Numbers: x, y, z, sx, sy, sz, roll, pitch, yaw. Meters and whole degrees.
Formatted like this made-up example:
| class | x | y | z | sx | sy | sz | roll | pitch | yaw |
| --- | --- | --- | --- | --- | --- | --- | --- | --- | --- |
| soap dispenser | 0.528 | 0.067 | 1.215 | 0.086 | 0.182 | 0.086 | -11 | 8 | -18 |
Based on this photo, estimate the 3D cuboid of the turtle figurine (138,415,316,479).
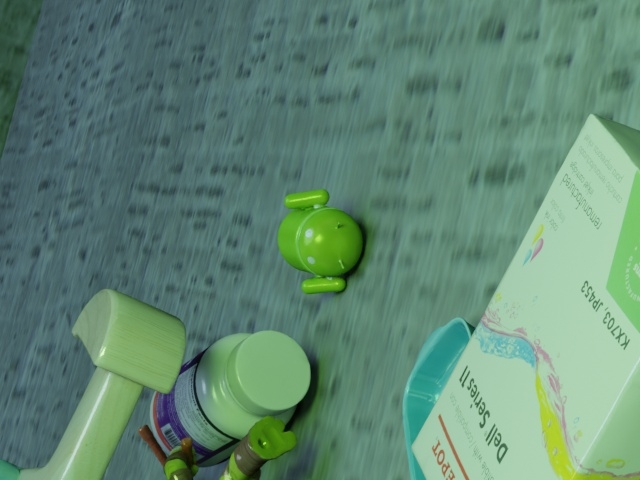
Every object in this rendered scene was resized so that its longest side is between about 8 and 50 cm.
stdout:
| class | x | y | z | sx | sy | sz | roll | pitch | yaw |
| --- | --- | --- | --- | --- | --- | --- | --- | --- | --- |
| turtle figurine | -0.099 | 0.255 | 1.820 | 0.217 | 0.087 | 0.269 | -44 | 56 | 37 |

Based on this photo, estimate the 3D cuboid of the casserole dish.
| class | x | y | z | sx | sy | sz | roll | pitch | yaw |
| --- | --- | --- | --- | --- | --- | --- | --- | --- | --- |
| casserole dish | 0.111 | 0.148 | 1.533 | 0.114 | 0.037 | 0.188 | -57 | 25 | 35 |

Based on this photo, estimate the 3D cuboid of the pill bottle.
| class | x | y | z | sx | sy | sz | roll | pitch | yaw |
| --- | --- | --- | --- | --- | --- | --- | --- | --- | --- |
| pill bottle | -0.087 | 0.153 | 1.918 | 0.193 | 0.108 | 0.108 | -35 | 42 | 57 |

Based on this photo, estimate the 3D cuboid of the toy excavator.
| class | x | y | z | sx | sy | sz | roll | pitch | yaw |
| --- | --- | --- | --- | --- | --- | --- | --- | --- | --- |
| toy excavator | -0.292 | 0.285 | 1.893 | 0.445 | 0.222 | 0.433 | -21 | 48 | 61 |

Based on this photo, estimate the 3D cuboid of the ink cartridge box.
| class | x | y | z | sx | sy | sz | roll | pitch | yaw |
| --- | --- | --- | --- | --- | --- | --- | --- | --- | --- |
| ink cartridge box | 0.175 | 0.122 | 1.276 | 0.353 | 0.119 | 0.207 | -64 | 23 | 20 |

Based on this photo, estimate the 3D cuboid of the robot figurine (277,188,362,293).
| class | x | y | z | sx | sy | sz | roll | pitch | yaw |
| --- | --- | --- | --- | --- | --- | --- | --- | --- | --- |
| robot figurine | 0.000 | 0.000 | 1.879 | 0.115 | 0.067 | 0.101 | -167 | 67 | -69 |
